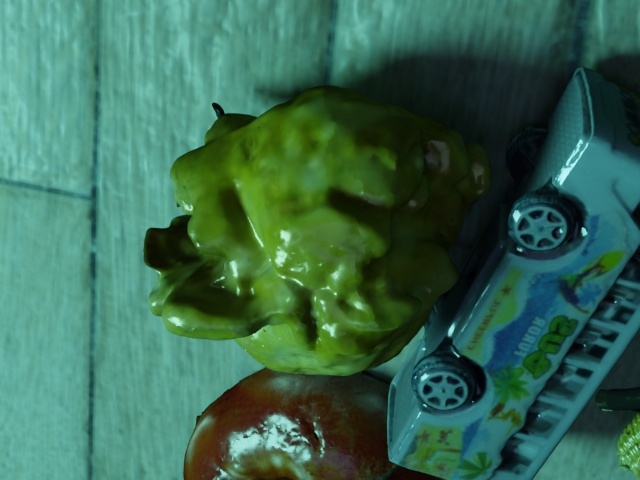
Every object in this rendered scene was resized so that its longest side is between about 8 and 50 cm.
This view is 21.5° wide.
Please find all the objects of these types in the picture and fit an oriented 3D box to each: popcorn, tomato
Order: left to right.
[{"bbox_3d":[-0.010,0.213,1.387,0.228,0.101,0.228,8,121,14],"label":"tomato"},{"bbox_3d":[-0.003,0.003,1.210,0.253,0.191,0.190,-7,145,24],"label":"popcorn"}]

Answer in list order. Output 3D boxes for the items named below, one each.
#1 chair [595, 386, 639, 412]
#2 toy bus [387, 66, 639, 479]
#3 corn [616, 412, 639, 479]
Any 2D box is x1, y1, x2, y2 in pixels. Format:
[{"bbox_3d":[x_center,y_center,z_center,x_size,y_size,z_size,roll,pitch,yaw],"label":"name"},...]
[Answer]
[{"bbox_3d":[0.306,0.051,1.100,0.260,0.141,0.154,15,139,-37],"label":"chair"},{"bbox_3d":[0.162,0.039,1.233,0.136,0.109,0.329,21,124,-10],"label":"toy bus"},{"bbox_3d":[0.298,0.130,1.272,0.085,0.063,0.165,27,128,-31],"label":"corn"}]
